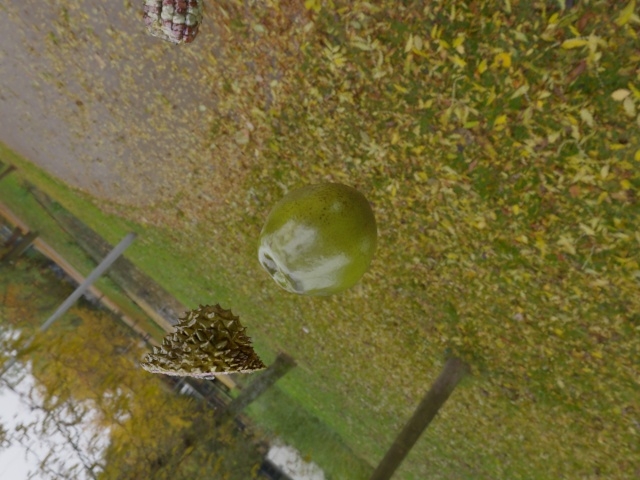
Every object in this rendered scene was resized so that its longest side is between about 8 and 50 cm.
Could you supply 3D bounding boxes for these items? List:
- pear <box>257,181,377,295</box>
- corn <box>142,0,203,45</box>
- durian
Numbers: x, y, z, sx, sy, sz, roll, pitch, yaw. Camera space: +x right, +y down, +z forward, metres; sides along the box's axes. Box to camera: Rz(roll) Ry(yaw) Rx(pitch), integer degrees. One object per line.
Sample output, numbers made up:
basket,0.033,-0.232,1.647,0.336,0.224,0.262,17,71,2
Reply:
pear,0.001,0.000,0.855,0.198,0.198,0.198,34,159,16
corn,-0.166,-0.362,0.651,0.079,0.079,0.237,29,113,27
durian,-0.209,0.194,0.923,0.182,0.165,0.132,17,133,46
